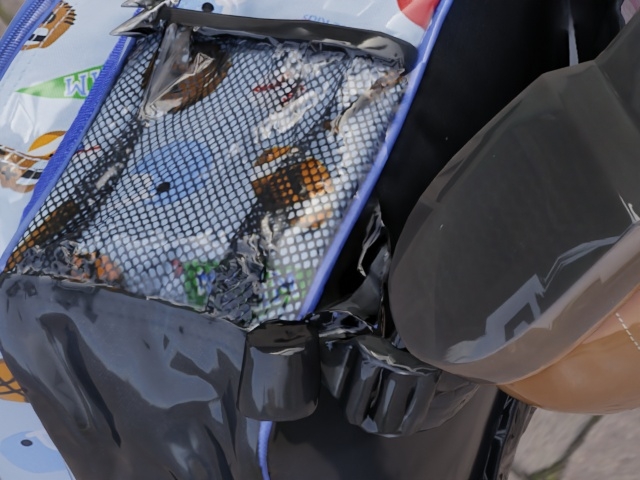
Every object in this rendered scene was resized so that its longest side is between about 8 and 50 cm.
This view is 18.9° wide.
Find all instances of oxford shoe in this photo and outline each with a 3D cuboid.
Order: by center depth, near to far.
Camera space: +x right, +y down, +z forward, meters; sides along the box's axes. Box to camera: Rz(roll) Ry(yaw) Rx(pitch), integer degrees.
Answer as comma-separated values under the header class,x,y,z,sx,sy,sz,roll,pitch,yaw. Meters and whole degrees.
class,x,y,z,sx,sy,sz,roll,pitch,yaw
oxford shoe,0.114,-0.033,0.415,0.212,0.076,0.076,-39,42,27

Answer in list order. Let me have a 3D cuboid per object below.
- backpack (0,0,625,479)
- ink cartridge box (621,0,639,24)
class,x,y,z,sx,sy,sz,roll,pitch,yaw
backpack,0.000,0.000,0.661,0.213,0.276,0.263,20,59,20
ink cartridge box,0.184,-0.034,0.672,0.071,0.330,0.324,-31,39,-3
